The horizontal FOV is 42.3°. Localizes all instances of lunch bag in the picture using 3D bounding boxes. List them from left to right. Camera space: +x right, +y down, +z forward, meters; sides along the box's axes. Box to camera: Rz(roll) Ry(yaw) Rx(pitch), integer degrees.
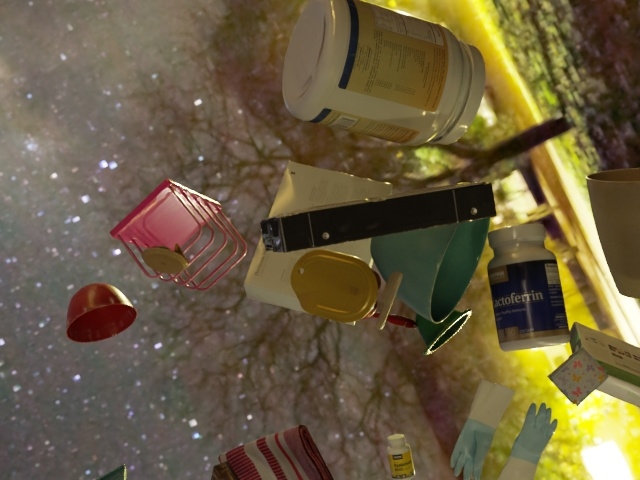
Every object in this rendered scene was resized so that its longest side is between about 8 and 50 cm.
[{"bbox_3d":[0.461,0.242,1.474,0.071,0.083,0.053,47,-179,8],"label":"lunch bag"}]

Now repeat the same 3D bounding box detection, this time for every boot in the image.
[{"bbox_3d":[-0.217,0.565,1.850,0.114,0.106,0.037,41,166,23],"label":"boot"}]

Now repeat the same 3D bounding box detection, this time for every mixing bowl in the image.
[{"bbox_3d":[-0.568,0.172,2.102,0.098,0.181,0.181,65,-169,27],"label":"mixing bowl"}]

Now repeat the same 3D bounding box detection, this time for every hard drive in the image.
[{"bbox_3d":[0.082,-0.038,1.341,0.237,0.339,0.064,179,81,-80],"label":"hard drive"}]

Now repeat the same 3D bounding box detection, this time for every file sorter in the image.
[{"bbox_3d":[-0.348,0.003,2.128,0.182,0.202,0.291,50,-172,20],"label":"file sorter"}]

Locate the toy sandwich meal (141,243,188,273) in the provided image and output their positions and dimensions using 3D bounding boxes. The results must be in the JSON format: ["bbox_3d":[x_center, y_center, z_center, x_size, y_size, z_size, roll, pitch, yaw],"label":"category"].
[{"bbox_3d":[-0.254,0.027,1.362,0.085,0.085,0.029,51,-140,-47],"label":"toy sandwich meal"}]

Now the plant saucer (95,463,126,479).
[{"bbox_3d":[-0.442,0.495,1.565,0.018,0.192,0.067,49,-164,-36],"label":"plant saucer"}]

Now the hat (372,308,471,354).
[{"bbox_3d":[0.271,0.185,2.189,0.183,0.173,0.208,45,-154,19],"label":"hat"}]

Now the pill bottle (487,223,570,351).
[{"bbox_3d":[0.447,0.103,1.803,0.153,0.153,0.264,26,-125,-71],"label":"pill bottle"}]

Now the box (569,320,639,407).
[{"bbox_3d":[0.785,0.333,2.185,0.232,0.058,0.322,22,-163,5],"label":"box"}]

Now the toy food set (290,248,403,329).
[{"bbox_3d":[0.052,0.091,1.576,0.071,0.218,0.128,7,-83,-67],"label":"toy food set"}]

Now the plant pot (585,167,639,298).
[{"bbox_3d":[0.732,-0.015,1.858,0.256,0.256,0.274,-55,-38,-77],"label":"plant pot"}]

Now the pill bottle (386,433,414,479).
[{"bbox_3d":[0.217,0.594,2.265,0.065,0.065,0.116,-25,-76,-78],"label":"pill bottle"}]

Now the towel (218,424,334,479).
[{"bbox_3d":[-0.090,0.551,1.839,0.037,0.329,0.237,-23,-95,-46],"label":"towel"}]

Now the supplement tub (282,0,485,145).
[{"bbox_3d":[0.113,-0.299,1.492,0.316,0.228,0.228,10,-140,-23],"label":"supplement tub"}]

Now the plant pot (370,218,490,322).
[{"bbox_3d":[0.226,0.013,1.839,0.195,0.290,0.290,23,174,24],"label":"plant pot"}]

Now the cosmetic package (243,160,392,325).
[{"bbox_3d":[0.000,0.000,2.100,0.097,0.284,0.377,91,-164,-62],"label":"cosmetic package"}]

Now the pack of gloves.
[{"bbox_3d":[0.401,0.442,1.793,0.195,0.232,0.046,20,-176,-2],"label":"pack of gloves"}]
